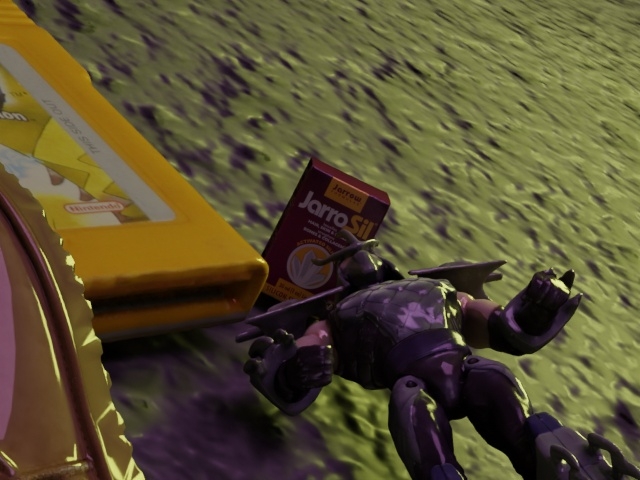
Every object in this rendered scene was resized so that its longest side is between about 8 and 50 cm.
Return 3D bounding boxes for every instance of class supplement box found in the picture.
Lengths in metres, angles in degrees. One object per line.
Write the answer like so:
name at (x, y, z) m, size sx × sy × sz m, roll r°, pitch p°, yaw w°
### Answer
supplement box at (0.000, 0.000, 0.921) m, size 0.055 × 0.083 × 0.043 m, roll 26°, pitch 9°, yaw -5°

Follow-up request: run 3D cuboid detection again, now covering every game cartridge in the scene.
game cartridge at (-0.224, -0.058, 0.821) m, size 0.285 × 0.053 × 0.324 m, roll -6°, pitch 42°, yaw -46°

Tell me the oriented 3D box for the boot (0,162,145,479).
boot at (-0.187, 0.073, 0.526) m, size 0.269 × 0.089 × 0.236 m, roll -11°, pitch 67°, yaw -54°

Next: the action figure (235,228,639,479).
action figure at (0.066, 0.078, 0.793) m, size 0.185 × 0.099 × 0.285 m, roll -21°, pitch 42°, yaw -11°
